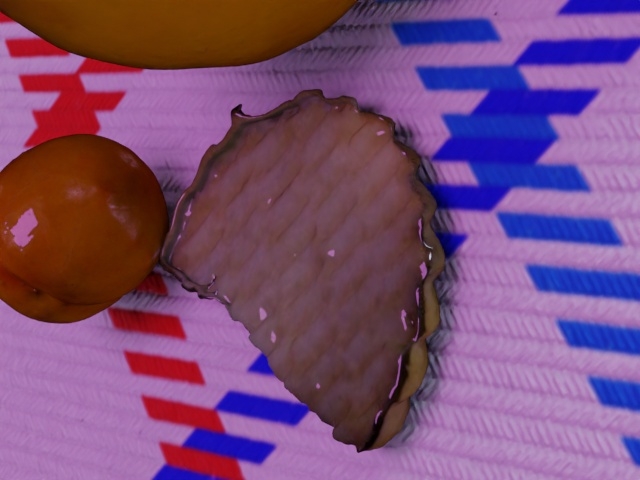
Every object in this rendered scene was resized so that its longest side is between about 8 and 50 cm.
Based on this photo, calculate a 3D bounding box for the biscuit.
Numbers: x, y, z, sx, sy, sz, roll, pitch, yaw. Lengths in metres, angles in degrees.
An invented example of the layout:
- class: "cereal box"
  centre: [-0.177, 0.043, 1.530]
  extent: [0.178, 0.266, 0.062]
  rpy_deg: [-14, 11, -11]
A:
- class: "biscuit"
  centre: [0.000, 0.000, 1.239]
  extent: [0.273, 0.036, 0.187]
  rpy_deg: [45, 115, 45]

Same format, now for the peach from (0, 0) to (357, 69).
- class: "peach"
  centre: [-0.079, -0.248, 1.213]
  extent: [0.308, 0.289, 0.289]
  rpy_deg: [-20, 64, 18]

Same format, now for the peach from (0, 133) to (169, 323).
- class: "peach"
  centre: [-0.179, -0.006, 1.367]
  extent: [0.138, 0.138, 0.138]
  rpy_deg: [-14, 71, 47]
